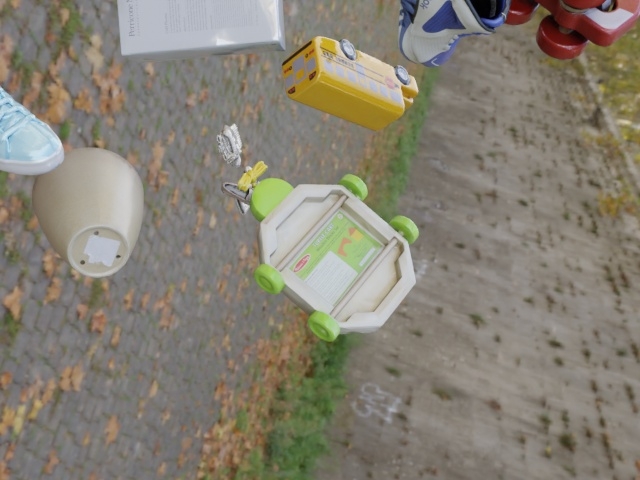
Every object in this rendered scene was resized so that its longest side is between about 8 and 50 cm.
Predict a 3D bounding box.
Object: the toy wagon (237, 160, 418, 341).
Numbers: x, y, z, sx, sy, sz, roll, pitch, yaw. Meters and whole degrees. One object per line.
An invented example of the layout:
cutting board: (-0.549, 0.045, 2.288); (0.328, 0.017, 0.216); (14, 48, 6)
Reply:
toy wagon: (0.000, 0.000, 1.306); (0.267, 0.344, 0.068); (-47, 175, -30)

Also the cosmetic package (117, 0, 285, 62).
cosmetic package: (-0.216, -0.518, 1.340); (0.097, 0.284, 0.378); (-38, 126, -85)

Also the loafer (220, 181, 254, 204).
loafer: (-0.191, -0.118, 1.918); (0.039, 0.125, 0.045); (155, -48, -81)

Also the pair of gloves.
pair of gloves: (-0.218, -0.202, 2.078); (0.204, 0.042, 0.240); (-61, 134, -75)

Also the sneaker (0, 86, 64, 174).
sneaker: (-0.643, -0.257, 1.410); (0.135, 0.365, 0.150); (-57, 175, -30)

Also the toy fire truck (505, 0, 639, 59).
toy fire truck: (0.477, -0.502, 1.424); (0.254, 0.302, 0.169); (-39, 157, -18)

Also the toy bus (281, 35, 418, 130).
toy bus: (0.075, -0.331, 1.634); (0.332, 0.108, 0.130); (12, 59, -43)

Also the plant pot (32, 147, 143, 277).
plant pot: (-0.507, -0.041, 1.699); (0.274, 0.256, 0.257); (-126, -140, -56)

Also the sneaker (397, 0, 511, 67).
sneaker: (0.232, -0.383, 1.291); (0.128, 0.182, 0.315); (-61, 161, -10)
